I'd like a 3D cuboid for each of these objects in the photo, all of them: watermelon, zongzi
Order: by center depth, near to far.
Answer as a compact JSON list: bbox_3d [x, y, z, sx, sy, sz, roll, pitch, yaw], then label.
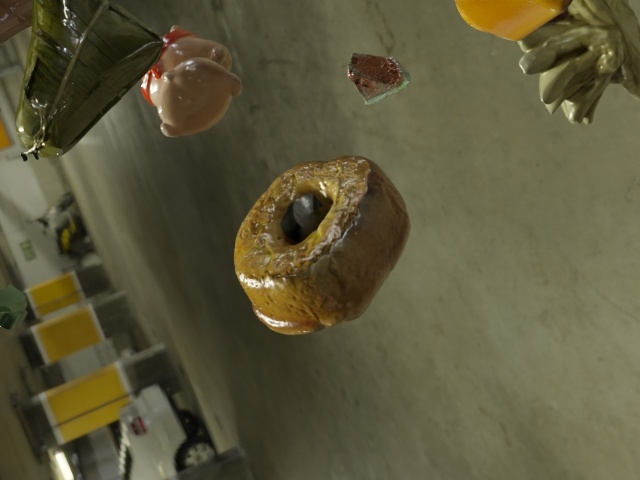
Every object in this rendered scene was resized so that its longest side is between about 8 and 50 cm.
[{"bbox_3d":[-0.314,-0.213,0.975,0.204,0.205,0.094,43,167,-9],"label":"zongzi"},{"bbox_3d":[0.105,-0.378,2.004,0.121,0.158,0.098,-41,55,57],"label":"watermelon"}]

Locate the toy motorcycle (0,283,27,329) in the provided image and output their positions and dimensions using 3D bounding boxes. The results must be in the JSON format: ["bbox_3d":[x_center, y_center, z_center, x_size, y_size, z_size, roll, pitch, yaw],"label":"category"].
[{"bbox_3d":[-0.475,0.136,1.033,0.200,0.191,0.326,31,-176,-4],"label":"toy motorcycle"}]

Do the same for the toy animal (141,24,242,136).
[{"bbox_3d":[-0.232,-0.274,1.522,0.197,0.171,0.171,-124,19,-49],"label":"toy animal"}]

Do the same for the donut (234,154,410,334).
[{"bbox_3d":[0.000,0.000,1.431,0.150,0.299,0.317,59,-170,-36],"label":"donut"}]

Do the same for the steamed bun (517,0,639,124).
[{"bbox_3d":[0.449,-0.344,1.522,0.428,0.189,0.247,36,-143,-40],"label":"steamed bun"}]

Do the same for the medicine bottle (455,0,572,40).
[{"bbox_3d":[0.245,-0.333,1.070,0.112,0.149,0.222,31,173,-7],"label":"medicine bottle"}]

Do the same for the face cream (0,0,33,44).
[{"bbox_3d":[-0.410,-0.334,1.101,0.149,0.104,0.149,58,-168,-19],"label":"face cream"}]
